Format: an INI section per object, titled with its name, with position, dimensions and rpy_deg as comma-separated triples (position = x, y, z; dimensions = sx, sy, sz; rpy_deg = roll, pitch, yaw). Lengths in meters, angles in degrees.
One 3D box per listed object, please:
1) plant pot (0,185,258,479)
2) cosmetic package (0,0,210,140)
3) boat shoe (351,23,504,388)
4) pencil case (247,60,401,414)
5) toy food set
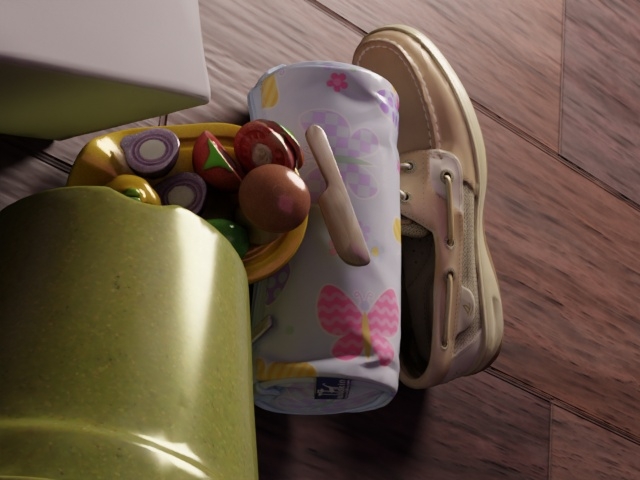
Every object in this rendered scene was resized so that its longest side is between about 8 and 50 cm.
[plant pot]
position = -0.144, 0.117, 1.070
dimensions = 0.276, 0.276, 0.254
rpy_deg = 38, 40, -34
[cosmetic package]
position = -0.248, -0.191, 1.076
dimensions = 0.385, 0.156, 0.217
rpy_deg = 9, 73, -55
[boat shoe]
position = 0.073, -0.029, 1.454
dimensions = 0.098, 0.109, 0.302
rpy_deg = -13, 93, -51
[pencil case]
position = 0.000, 0.000, 1.356
dimensions = 0.124, 0.113, 0.273
rpy_deg = 3, 71, -3
[toy food set]
position = -0.069, -0.037, 1.246
dimensions = 0.218, 0.071, 0.128
rpy_deg = -6, 71, -18
